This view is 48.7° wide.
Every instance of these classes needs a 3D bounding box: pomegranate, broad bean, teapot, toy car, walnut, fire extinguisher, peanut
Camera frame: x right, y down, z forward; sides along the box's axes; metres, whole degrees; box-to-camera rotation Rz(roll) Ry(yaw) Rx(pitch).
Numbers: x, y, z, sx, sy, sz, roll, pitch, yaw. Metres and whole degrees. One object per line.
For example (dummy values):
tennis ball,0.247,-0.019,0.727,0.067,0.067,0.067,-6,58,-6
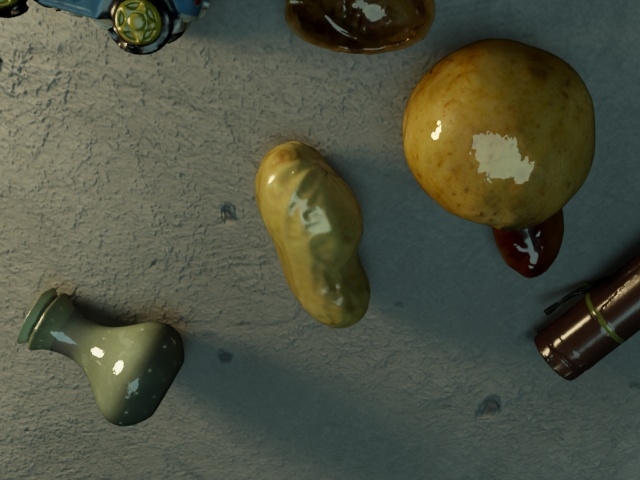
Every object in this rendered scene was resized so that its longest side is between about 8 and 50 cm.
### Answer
pomegranate,0.235,-0.140,0.949,0.260,0.260,0.261,0,118,0
broad bean,0.320,-0.028,1.095,0.114,0.084,0.165,-26,115,-18
teapot,-0.360,0.185,1.167,0.250,0.183,0.184,29,115,-4
toy car,-0.286,-0.340,0.871,0.314,0.198,0.166,14,107,-7
walnut,0.047,-0.325,0.922,0.211,0.087,0.167,11,150,-31
fire extinguisher,0.495,0.081,1.142,0.141,0.105,0.341,34,116,-18
peanut,0.000,0.000,1.079,0.147,0.147,0.319,-15,114,8
